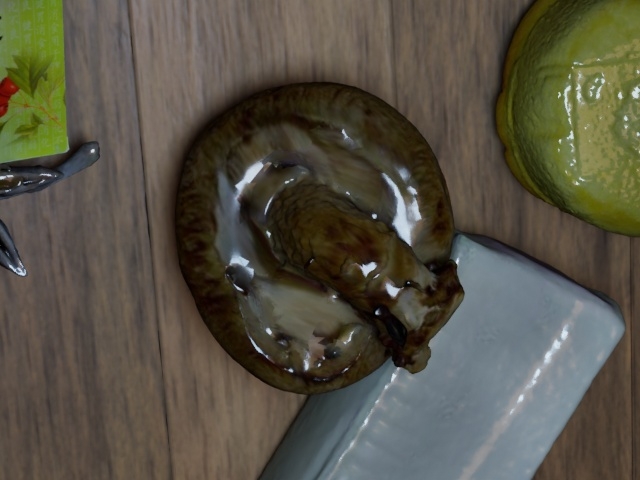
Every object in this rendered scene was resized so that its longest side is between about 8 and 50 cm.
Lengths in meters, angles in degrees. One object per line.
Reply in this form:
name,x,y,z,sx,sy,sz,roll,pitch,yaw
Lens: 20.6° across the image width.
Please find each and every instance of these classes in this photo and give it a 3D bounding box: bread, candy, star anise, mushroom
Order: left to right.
star anise,-0.319,-0.050,1.546,0.231,0.089,0.209,14,88,-22
mushroom,0.008,0.008,1.583,0.263,0.283,0.195,-45,146,1
candy,0.112,0.163,1.716,0.208,0.145,0.359,29,94,-21
bread,0.308,-0.133,1.696,0.270,0.148,0.270,-3,102,-16

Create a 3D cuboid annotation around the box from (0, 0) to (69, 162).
box,-0.336,-0.138,1.421,0.260,0.062,0.175,-10,127,-19
